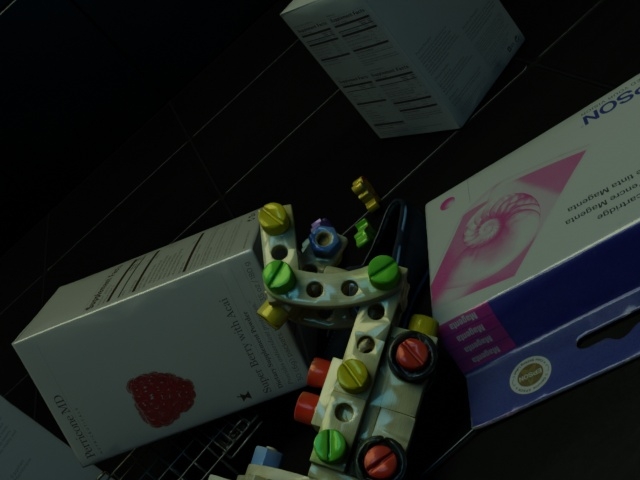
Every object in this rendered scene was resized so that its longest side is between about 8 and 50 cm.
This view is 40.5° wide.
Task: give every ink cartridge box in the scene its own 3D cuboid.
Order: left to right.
[{"bbox_3d":[0.257,-0.012,0.864,0.324,0.071,0.330,-32,26,22],"label":"ink cartridge box"}]

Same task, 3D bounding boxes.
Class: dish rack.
[{"bbox_3d":[-0.174,0.284,1.032,0.271,0.074,0.208,-49,27,-15],"label":"dish rack"}]

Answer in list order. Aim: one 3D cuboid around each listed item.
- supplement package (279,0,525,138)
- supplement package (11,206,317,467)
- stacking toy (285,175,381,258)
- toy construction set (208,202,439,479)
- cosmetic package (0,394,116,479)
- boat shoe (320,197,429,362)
[{"bbox_3d":[0.125,-0.321,1.306,0.199,0.262,0.198,-53,27,-21],"label":"supplement package"},{"bbox_3d":[-0.170,0.110,1.025,0.293,0.177,0.175,-22,16,8],"label":"supplement package"},{"bbox_3d":[0.000,0.000,1.188,0.167,0.052,0.221,-36,13,17],"label":"stacking toy"},{"bbox_3d":[-0.002,0.138,0.840,0.151,0.215,0.327,37,-112,-76],"label":"toy construction set"},{"bbox_3d":[-0.430,0.349,1.121,0.138,0.224,0.224,-13,38,46],"label":"cosmetic package"},{"bbox_3d":[0.053,0.060,1.022,0.109,0.089,0.258,-17,36,44],"label":"boat shoe"}]
